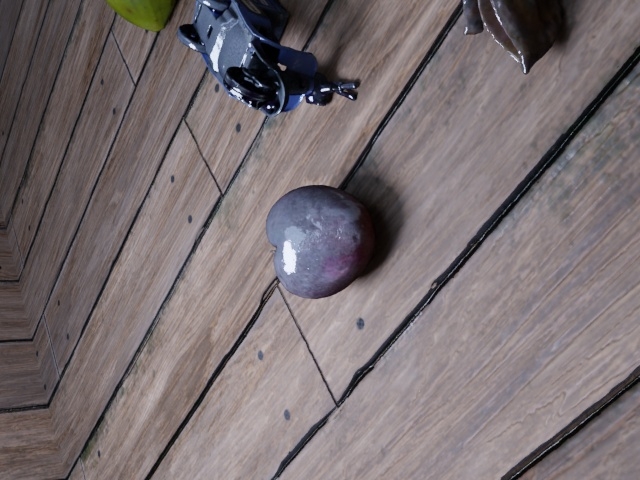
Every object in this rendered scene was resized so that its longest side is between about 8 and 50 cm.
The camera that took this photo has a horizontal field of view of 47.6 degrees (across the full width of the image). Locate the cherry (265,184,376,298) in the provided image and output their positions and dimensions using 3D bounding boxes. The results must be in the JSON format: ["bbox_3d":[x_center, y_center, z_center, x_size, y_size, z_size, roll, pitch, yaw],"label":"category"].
[{"bbox_3d":[0.001,-0.004,1.078,0.176,0.140,0.176,-3,84,27],"label":"cherry"}]

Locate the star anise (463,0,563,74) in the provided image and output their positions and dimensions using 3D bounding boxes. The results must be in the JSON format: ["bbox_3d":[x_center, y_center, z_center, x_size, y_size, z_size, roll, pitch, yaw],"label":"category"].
[{"bbox_3d":[0.206,-0.345,0.868,0.257,0.110,0.198,-122,34,-45],"label":"star anise"}]

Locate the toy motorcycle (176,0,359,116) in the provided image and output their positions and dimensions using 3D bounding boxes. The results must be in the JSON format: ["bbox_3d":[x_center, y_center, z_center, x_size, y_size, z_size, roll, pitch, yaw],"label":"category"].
[{"bbox_3d":[-0.096,-0.304,1.168,0.125,0.212,0.358,-61,41,32],"label":"toy motorcycle"}]

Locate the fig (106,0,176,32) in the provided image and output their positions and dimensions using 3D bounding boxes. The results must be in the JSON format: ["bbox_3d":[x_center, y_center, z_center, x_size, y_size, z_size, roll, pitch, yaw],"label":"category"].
[{"bbox_3d":[-0.384,-0.569,1.574,0.203,0.203,0.225,35,155,47],"label":"fig"}]
